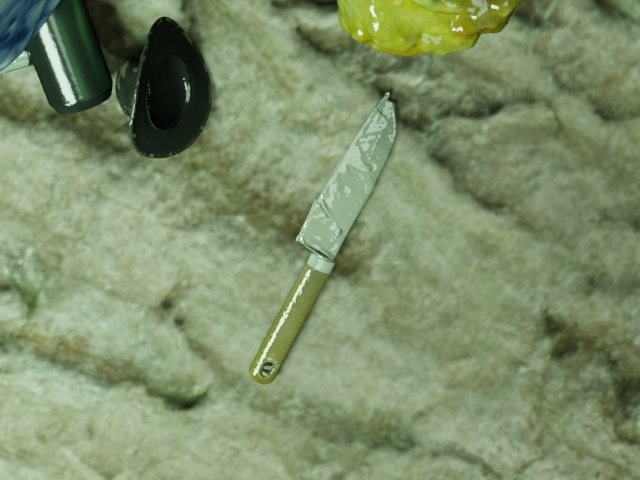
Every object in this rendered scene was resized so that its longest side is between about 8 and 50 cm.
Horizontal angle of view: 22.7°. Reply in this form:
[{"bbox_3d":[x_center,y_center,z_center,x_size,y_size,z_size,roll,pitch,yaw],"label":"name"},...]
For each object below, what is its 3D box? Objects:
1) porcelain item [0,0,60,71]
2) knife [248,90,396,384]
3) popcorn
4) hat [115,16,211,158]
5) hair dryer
[{"bbox_3d":[-0.279,-0.231,1.165,0.178,0.242,0.405,39,101,4],"label":"porcelain item"},{"bbox_3d":[0.000,0.001,1.429,0.047,0.017,0.298,25,107,-12],"label":"knife"},{"bbox_3d":[0.084,-0.236,1.271,0.197,0.155,0.198,2,116,3],"label":"popcorn"},{"bbox_3d":[-0.140,-0.128,1.327,0.050,0.121,0.121,12,116,28],"label":"hat"},{"bbox_3d":[-0.277,-0.141,1.313,0.197,0.057,0.100,-13,114,6],"label":"hair dryer"}]
